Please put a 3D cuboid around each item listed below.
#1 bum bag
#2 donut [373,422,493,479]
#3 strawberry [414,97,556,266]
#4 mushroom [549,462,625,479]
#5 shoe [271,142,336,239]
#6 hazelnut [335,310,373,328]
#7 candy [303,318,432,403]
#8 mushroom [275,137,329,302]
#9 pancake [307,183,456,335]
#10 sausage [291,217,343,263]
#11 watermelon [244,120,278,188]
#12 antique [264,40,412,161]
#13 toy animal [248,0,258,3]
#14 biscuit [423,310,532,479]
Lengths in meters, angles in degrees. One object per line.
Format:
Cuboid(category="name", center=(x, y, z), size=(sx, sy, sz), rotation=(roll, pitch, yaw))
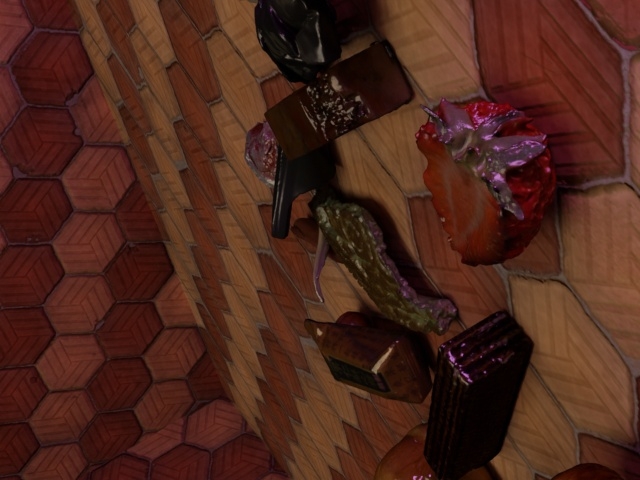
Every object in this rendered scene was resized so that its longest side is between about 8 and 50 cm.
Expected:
Cuboid(category="bum bag", center=(-0.032, -0.281, 1.356), size=(0.144, 0.095, 0.340), rotation=(62, 178, -6))
Cuboid(category="donut", center=(0.213, 0.468, 1.807), size=(0.299, 0.150, 0.317), rotation=(28, 144, 57))
Cuboid(category="strawberry", center=(0.189, -0.046, 1.107), size=(0.174, 0.098, 0.228), rotation=(47, 162, 40))
Cuboid(category="mushroom", center=(0.381, 0.384, 1.127), size=(0.345, 0.260, 0.345), rotation=(51, -169, -14))
Cuboid(category="shoe", center=(-0.024, -0.109, 1.647), size=(0.108, 0.093, 0.241), rotation=(-91, 10, -57))
Cuboid(category="hazelnut", center=(0.056, 0.167, 1.890), size=(0.086, 0.086, 0.086), rotation=(53, 162, 25))
Cuboid(category="candy", center=(0.077, 0.201, 1.771), size=(0.271, 0.101, 0.143), rotation=(5, 127, 53))
Cuboid(category="mushroom", center=(-0.015, -0.048, 1.753), size=(0.043, 0.068, 0.306), rotation=(24, 132, 66))
Cuboid(category="pancake", center=(0.085, 0.018, 1.612), size=(0.376, 0.054, 0.197), rotation=(47, 160, 34))
Cuboid(category="sausage", center=(0.001, -0.001, 1.845), size=(0.177, 0.040, 0.047), rotation=(34, 148, 55))
Cuboid(category="watermelon", center=(-0.090, -0.162, 1.787), size=(0.139, 0.071, 0.187), rotation=(93, 153, -44))
Cuboid(category="antique", center=(0.017, -0.180, 1.400), size=(0.087, 0.093, 0.310), rotation=(62, 163, -6))
Cuboid(category="toy animal", center=(-0.199, -0.454, 1.457), size=(0.266, 0.188, 0.307), rotation=(40, 152, 30))
Cuboid(category="biscuit", center=(0.213, 0.235, 1.481), size=(0.073, 0.107, 0.388), rotation=(52, 162, 29))
